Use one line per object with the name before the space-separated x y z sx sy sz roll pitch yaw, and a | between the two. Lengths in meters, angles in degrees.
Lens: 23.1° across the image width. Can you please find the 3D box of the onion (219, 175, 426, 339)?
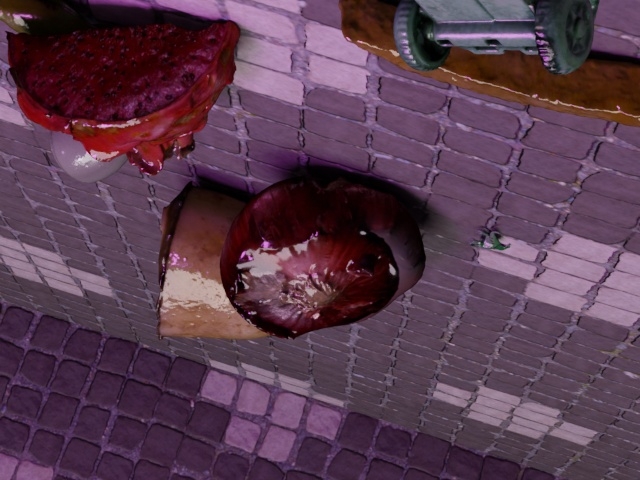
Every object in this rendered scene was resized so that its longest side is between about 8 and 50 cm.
onion | 0.000 0.000 2.078 0.272 0.195 0.272 -9 142 -7

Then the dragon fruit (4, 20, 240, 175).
dragon fruit | -0.200 -0.142 1.739 0.262 0.134 0.211 -3 160 16

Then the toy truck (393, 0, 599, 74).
toy truck | 0.101 -0.234 1.148 0.155 0.156 0.279 6 161 38

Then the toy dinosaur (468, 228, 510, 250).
toy dinosaur | 0.229 0.003 2.060 0.062 0.021 0.083 19 170 -29

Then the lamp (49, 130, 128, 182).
lamp | -0.271 -0.135 2.031 0.193 0.106 0.106 -11 149 42

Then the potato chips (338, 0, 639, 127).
potato chips | 0.212 -0.156 1.468 0.407 0.057 0.080 15 167 14

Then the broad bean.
broad bean | -0.287 -0.240 1.762 0.214 0.048 0.070 15 153 -10

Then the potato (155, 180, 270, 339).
potato | -0.126 0.046 2.273 0.243 0.242 0.285 17 145 4
